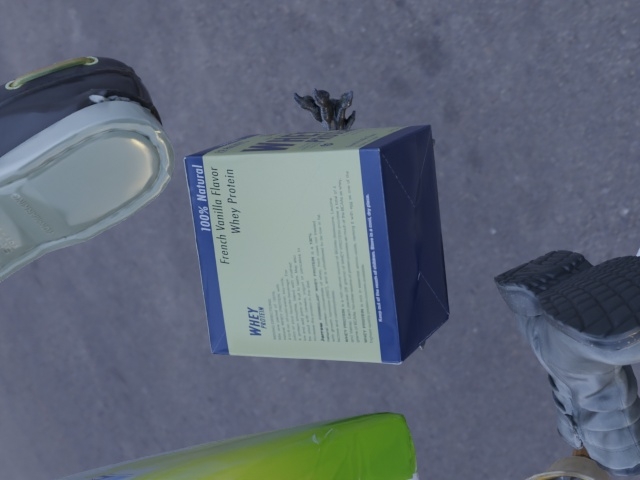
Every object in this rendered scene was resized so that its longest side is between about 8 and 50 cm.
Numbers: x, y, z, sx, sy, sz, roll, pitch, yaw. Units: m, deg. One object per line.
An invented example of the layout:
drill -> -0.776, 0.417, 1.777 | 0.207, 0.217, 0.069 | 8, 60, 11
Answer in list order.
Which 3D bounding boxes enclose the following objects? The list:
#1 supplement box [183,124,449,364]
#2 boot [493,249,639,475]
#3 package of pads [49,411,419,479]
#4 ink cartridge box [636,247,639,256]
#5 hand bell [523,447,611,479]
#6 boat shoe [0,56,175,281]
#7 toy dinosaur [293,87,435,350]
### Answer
supplement box -> 0.000, 0.000, 0.445 | 0.083, 0.056, 0.083 | -1, 104, 26
boot -> 0.210, 0.096, 0.799 | 0.246, 0.083, 0.161 | -145, 31, -83
package of pads -> -0.116, 0.186, 0.665 | 0.229, 0.297, 0.101 | -23, 77, 53
ink cartridge box -> 0.333, 0.069, 0.942 | 0.180, 0.060, 0.104 | -123, 45, -54
hand bell -> 0.268, 0.227, 1.135 | 0.126, 0.242, 0.126 | 7, 112, 18
boat shoe -> -0.181, -0.015, 0.530 | 0.081, 0.228, 0.068 | 69, 176, -49
toy dinosaur -> 0.022, -0.015, 0.644 | 0.064, 0.118, 0.268 | 2, 167, 19
